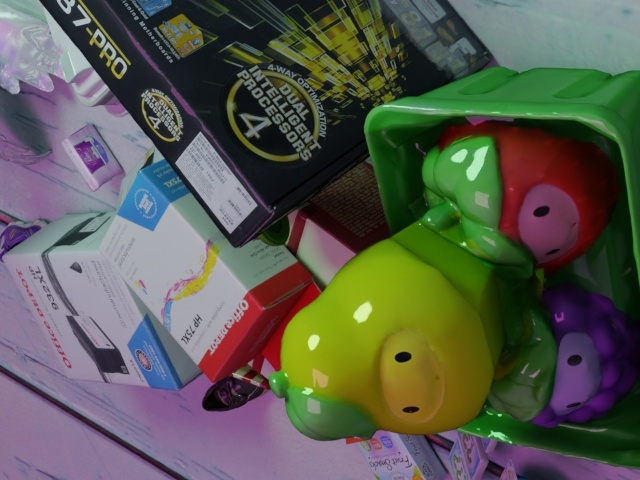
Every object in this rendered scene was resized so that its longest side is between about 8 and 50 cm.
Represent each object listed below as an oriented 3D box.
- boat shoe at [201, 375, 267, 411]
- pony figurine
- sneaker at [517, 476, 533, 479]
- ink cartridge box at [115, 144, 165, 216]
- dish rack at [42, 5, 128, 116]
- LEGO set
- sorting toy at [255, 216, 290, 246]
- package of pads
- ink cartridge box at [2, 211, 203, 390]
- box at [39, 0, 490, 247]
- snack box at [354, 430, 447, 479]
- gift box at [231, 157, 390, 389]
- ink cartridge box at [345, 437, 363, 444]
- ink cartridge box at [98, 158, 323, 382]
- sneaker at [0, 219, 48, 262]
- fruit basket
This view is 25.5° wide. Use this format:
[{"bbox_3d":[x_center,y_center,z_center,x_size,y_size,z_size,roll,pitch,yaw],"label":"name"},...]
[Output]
[{"bbox_3d":[-0.121,0.214,1.998,0.056,0.049,0.152,52,146,2],"label":"boat shoe"},{"bbox_3d":[-0.543,-0.214,1.917,0.351,0.363,0.303,35,137,-1],"label":"pony figurine"},{"bbox_3d":[0.274,0.436,1.650,0.125,0.139,0.341,-2,117,54],"label":"sneaker"},{"bbox_3d":[-0.160,-0.060,1.729,0.127,0.072,0.175,16,153,-23],"label":"ink cartridge box"},{"bbox_3d":[-0.228,-0.310,1.546,0.333,0.072,0.286,-32,74,52],"label":"dish rack"},{"bbox_3d":[0.178,0.305,1.609,0.182,0.060,0.244,104,159,-49],"label":"LEGO set"},{"bbox_3d":[-0.058,-0.036,1.318,0.042,0.061,0.102,-22,62,33],"label":"sorting toy"},{"bbox_3d":[-0.313,-0.113,1.936,0.083,0.050,0.032,57,146,-7],"label":"package of pads"},{"bbox_3d":[-0.288,0.083,2.009,0.307,0.129,0.223,-2,119,51],"label":"ink cartridge box"},{"bbox_3d":[-0.076,-0.232,1.312,0.395,0.318,0.097,52,143,4],"label":"box"},{"bbox_3d":[0.088,0.255,1.799,0.100,0.037,0.141,-22,101,56],"label":"snack box"},{"bbox_3d":[0.000,0.000,1.505,0.276,0.255,0.258,39,135,26],"label":"gift box"},{"bbox_3d":[0.034,0.194,1.764,0.063,0.029,0.115,-25,64,55],"label":"ink cartridge box"},{"bbox_3d":[-0.100,0.040,1.379,0.231,0.078,0.134,47,135,13],"label":"ink cartridge box"},{"bbox_3d":[-0.476,0.008,2.217,0.170,0.071,0.068,-16,107,55],"label":"sneaker"},{"bbox_3d":[0.148,0.055,1.241,0.282,0.392,0.392,7,125,34],"label":"fruit basket"}]
